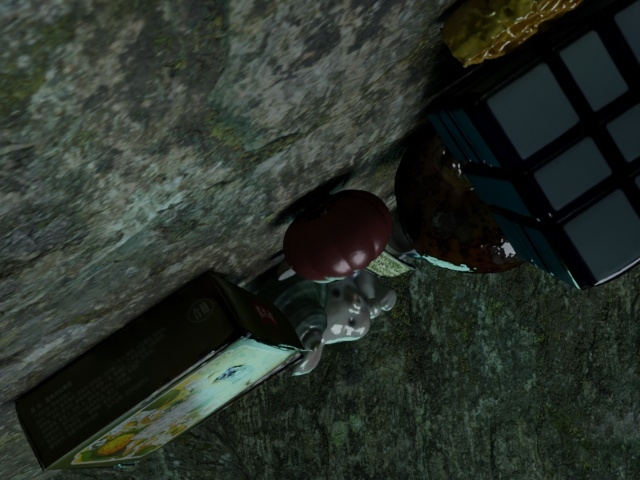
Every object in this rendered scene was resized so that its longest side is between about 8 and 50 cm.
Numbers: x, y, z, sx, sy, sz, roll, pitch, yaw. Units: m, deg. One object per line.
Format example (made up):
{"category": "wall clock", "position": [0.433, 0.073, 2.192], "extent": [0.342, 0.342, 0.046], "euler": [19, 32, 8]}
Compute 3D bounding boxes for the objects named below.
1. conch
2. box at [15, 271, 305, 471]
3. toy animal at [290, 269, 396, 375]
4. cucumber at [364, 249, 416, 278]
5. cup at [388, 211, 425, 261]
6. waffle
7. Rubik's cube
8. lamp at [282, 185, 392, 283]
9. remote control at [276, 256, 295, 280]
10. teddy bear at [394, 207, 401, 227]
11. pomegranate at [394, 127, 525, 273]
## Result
{"category": "conch", "position": [-0.064, 0.146, 1.971], "extent": [0.196, 0.277, 0.220], "euler": [11, 110, -33]}
{"category": "box", "position": [-0.269, 0.247, 1.657], "extent": [0.420, 0.138, 0.373], "euler": [-35, 162, 5]}
{"category": "toy animal", "position": [0.011, 0.166, 2.262], "extent": [0.241, 0.196, 0.367], "euler": [-27, -172, 32]}
{"category": "cucumber", "position": [0.139, 0.048, 2.245], "extent": [0.220, 0.046, 0.070], "euler": [30, 98, -35]}
{"category": "cup", "position": [0.256, -0.024, 2.309], "extent": [0.173, 0.167, 0.299], "euler": [-4, 147, -47]}
{"category": "waffle", "position": [0.258, -0.279, 0.970], "extent": [0.219, 0.057, 0.229], "euler": [-38, 173, 39]}
{"category": "Rubik's cube", "position": [0.340, -0.136, 1.177], "extent": [0.294, 0.283, 0.288], "euler": [-36, -170, 2]}
{"category": "lamp", "position": [0.022, -0.015, 1.457], "extent": [0.182, 0.140, 0.182], "euler": [-30, -169, 7]}
{"category": "remote control", "position": [0.000, 0.000, 1.803], "extent": [0.229, 0.044, 0.073], "euler": [-40, 169, -16]}
{"category": "teddy bear", "position": [0.277, -0.088, 1.914], "extent": [0.144, 0.171, 0.251], "euler": [-35, 174, -43]}
{"category": "pomegranate", "position": [0.241, -0.091, 1.466], "extent": [0.285, 0.285, 0.341], "euler": [-34, 155, 9]}
